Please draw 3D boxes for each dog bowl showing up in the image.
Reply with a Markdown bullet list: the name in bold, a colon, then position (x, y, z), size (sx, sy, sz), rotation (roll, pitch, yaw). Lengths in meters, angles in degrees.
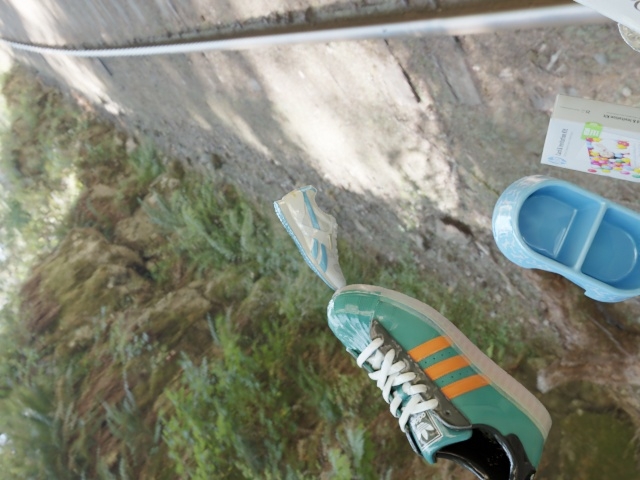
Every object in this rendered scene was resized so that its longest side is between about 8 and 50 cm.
- **dog bowl**: position (0.441, -0.004, 1.053), size (0.297, 0.166, 0.074), rotation (24, 179, 0)

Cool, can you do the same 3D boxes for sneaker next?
- **sneaker**: position (0.123, 0.170, 0.712), size (0.302, 0.121, 0.108), rotation (35, 134, 4)
- **sneaker**: position (0.000, 0.000, 1.262), size (0.229, 0.092, 0.087), rotation (60, 172, -15)

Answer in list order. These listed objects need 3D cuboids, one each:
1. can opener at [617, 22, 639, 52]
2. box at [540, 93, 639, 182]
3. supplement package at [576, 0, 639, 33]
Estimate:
- **can opener**: position (0.468, -0.344, 0.732), size (0.076, 0.095, 0.284), rotation (45, 122, 23)
- **box**: position (0.379, -0.119, 0.781), size (0.186, 0.038, 0.145), rotation (16, 170, 18)
- **supplement package**: position (0.163, -0.285, 0.287), size (0.199, 0.198, 0.263), rotation (33, 144, 13)
